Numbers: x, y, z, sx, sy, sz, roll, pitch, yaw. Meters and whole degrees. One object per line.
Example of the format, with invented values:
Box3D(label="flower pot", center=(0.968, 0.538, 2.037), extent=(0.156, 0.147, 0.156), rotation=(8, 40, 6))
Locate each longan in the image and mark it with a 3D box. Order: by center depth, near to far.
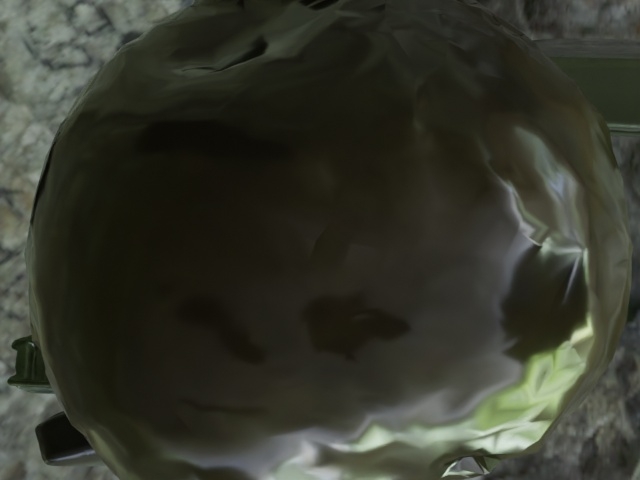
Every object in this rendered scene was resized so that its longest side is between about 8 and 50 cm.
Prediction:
Box3D(label="longan", center=(-0.004, -0.005, 0.927), extent=(0.436, 0.404, 0.404), rotation=(-34, -79, 35))

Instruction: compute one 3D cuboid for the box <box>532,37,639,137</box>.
Box3D(label="box", center=(0.324, -0.167, 1.378), extent=(0.373, 0.367, 0.090), rotation=(6, -78, 35))

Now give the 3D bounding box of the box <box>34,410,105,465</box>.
Box3D(label="box", center=(-0.102, 0.170, 1.298), extent=(0.289, 0.290, 0.073), rotation=(-18, -103, 17))

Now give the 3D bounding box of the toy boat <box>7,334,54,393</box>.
Box3D(label="toy boat", center=(-0.183, 0.103, 1.350), extent=(0.293, 0.093, 0.055), rotation=(-17, -44, 12))
